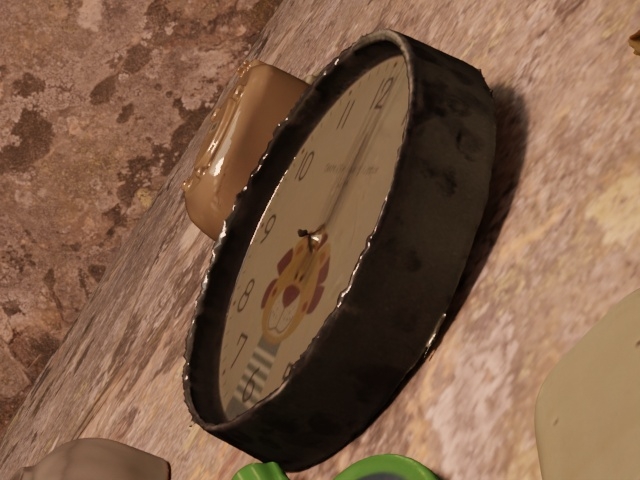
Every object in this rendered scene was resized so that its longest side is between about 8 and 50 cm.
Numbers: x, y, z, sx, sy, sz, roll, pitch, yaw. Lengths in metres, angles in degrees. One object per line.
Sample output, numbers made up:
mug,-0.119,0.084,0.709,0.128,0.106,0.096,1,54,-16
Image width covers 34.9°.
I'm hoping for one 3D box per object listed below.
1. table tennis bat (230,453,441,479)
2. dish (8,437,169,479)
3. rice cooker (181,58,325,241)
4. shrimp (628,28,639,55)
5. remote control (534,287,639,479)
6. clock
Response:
table tennis bat,-0.007,0.167,0.513,0.160,0.039,0.257,-57,17,-4
dish,-0.244,0.283,0.895,0.256,0.117,0.256,-52,15,20
rice cooker,-0.056,-0.085,1.019,0.145,0.127,0.206,-23,46,65
shrimp,0.169,-0.069,0.392,0.115,0.051,0.217,-59,16,6
remote control,0.099,0.115,0.256,0.090,0.038,0.309,-52,15,26
clock,0.001,0.001,0.698,0.312,0.061,0.312,-50,24,33
